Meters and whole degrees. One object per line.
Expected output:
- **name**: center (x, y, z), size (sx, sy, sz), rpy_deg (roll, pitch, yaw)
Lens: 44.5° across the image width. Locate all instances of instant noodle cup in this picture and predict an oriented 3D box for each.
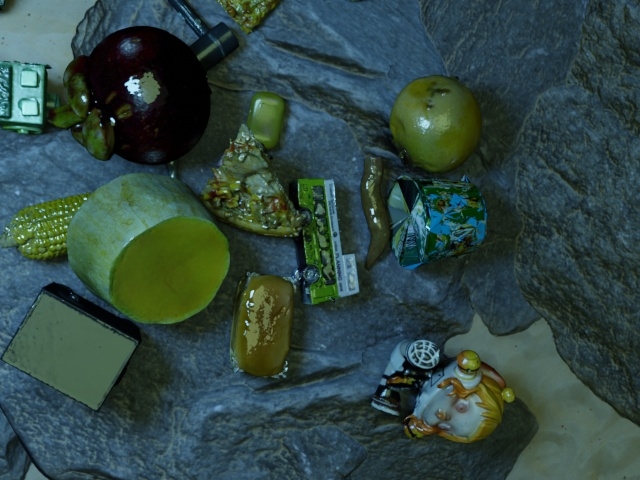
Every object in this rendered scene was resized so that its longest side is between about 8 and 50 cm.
- **instant noodle cup**: center (0.285, -0.050, 1.902), size (0.178, 0.240, 0.240), rpy_deg (-4, 91, -19)

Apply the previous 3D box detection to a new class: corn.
- **corn**: center (-0.535, -0.040, 1.746), size (0.346, 0.130, 0.130), rpy_deg (-15, 93, -18)

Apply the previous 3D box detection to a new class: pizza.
- **pizza**: center (-0.141, -0.102, 1.762), size (0.251, 0.288, 0.074), rpy_deg (31, 50, -3)
- **pizza**: center (-0.171, -0.568, 1.879), size (0.174, 0.046, 0.134), rpy_deg (-12, 92, -14)

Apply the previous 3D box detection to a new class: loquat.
- **loquat**: center (0.275, -0.276, 1.898), size (0.243, 0.244, 0.244), rpy_deg (0, 90, -14)

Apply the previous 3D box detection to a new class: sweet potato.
- **sweet potato**: center (0.137, -0.068, 1.943), size (0.067, 0.059, 0.282), rpy_deg (-5, 90, -4)

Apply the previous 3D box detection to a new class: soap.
- **soap**: center (-0.134, -0.289, 1.886), size (0.088, 0.045, 0.140), rpy_deg (13, 85, -16)

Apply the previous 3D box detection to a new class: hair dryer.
- **hair dryer**: center (-0.304, -0.508, 1.841), size (0.124, 0.071, 0.219), rpy_deg (-38, 92, -11)

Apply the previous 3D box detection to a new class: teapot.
- **teapot**: center (-0.348, -0.176, 1.836), size (0.042, 0.043, 0.111), rpy_deg (-6, 93, -14)

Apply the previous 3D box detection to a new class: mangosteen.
- **mangosteen**: center (-0.409, -0.300, 1.680), size (0.346, 0.307, 0.307), rpy_deg (-19, 94, -24)

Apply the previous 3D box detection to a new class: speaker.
- **speaker**: center (-0.522, 0.218, 1.681), size (0.232, 0.254, 0.184), rpy_deg (32, 83, -11)

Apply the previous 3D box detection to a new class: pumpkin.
- **pumpkin**: center (-0.361, 0.032, 1.688), size (0.332, 0.199, 0.333), rpy_deg (-12, 117, -25)

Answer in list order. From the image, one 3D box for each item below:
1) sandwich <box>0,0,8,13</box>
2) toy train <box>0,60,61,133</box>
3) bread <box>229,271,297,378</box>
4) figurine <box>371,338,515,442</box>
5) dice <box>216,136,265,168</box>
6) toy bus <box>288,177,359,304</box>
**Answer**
- **sandwich**: center (-0.786, -0.620, 1.687), size (0.325, 0.131, 0.262), rpy_deg (-8, 90, -15)
- **toy train**: center (-0.701, -0.309, 1.676), size (0.271, 0.188, 0.159), rpy_deg (3, 90, -15)
- **bread**: center (-0.136, 0.199, 1.852), size (0.136, 0.107, 0.241), rpy_deg (8, 88, -16)
- **figurine**: center (0.316, 0.370, 1.915), size (0.323, 0.196, 0.320), rpy_deg (28, 126, -4)
- **dice**: center (-0.184, -0.186, 1.848), size (0.093, 0.094, 0.091), rpy_deg (38, 80, -12)
- **toy bus**: center (0.000, 0.000, 1.887), size (0.139, 0.113, 0.302), rpy_deg (-8, 90, -17)
